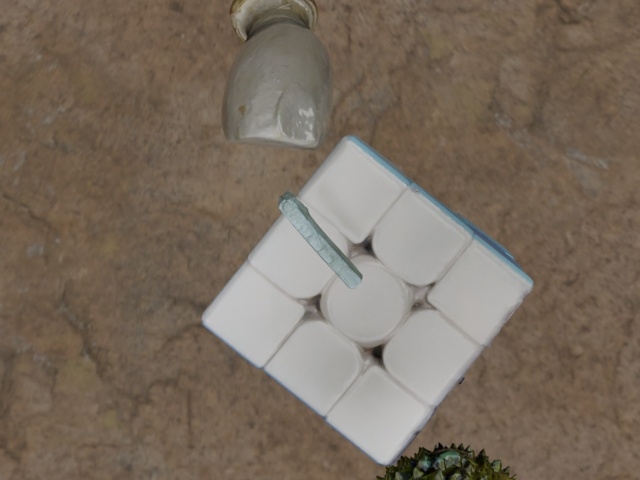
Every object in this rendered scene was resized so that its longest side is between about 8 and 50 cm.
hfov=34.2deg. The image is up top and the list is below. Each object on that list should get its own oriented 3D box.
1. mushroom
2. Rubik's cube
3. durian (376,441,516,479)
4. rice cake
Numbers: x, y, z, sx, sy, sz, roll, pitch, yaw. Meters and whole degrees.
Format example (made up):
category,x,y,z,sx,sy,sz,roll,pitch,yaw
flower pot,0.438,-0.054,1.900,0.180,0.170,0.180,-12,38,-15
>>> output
category,x,y,z,sx,sy,sz,roll,pitch,yaw
mushroom,-0.049,-0.193,1.199,0.128,0.350,0.128,-3,129,-3
Rubik's cube,0.062,0.060,1.339,0.292,0.290,0.291,37,97,0
durian,0.166,0.371,1.293,0.291,0.291,0.224,-4,91,-3
rice cake,0.000,0.000,1.027,0.021,0.022,0.121,-37,111,12
